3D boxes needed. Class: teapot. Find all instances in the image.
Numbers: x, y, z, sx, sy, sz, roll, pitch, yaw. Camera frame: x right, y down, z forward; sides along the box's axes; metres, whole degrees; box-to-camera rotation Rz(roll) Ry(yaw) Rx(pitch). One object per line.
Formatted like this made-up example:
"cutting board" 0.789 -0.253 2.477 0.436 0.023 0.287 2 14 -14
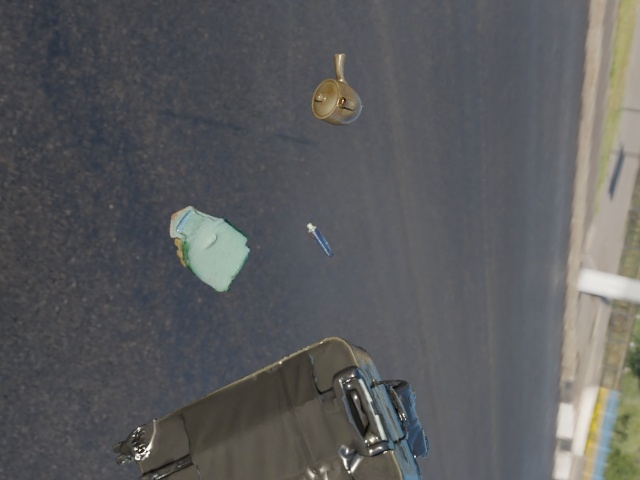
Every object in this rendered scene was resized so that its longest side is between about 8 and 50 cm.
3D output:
"teapot" 0.035 -0.236 1.352 0.080 0.085 0.110 15 89 -41

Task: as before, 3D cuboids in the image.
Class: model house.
"model house" -0.229 0.000 1.613 0.119 0.149 0.148 -57 136 -6

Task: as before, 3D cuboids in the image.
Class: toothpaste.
"toothpaste" 0.000 0.000 1.712 0.083 0.019 0.027 54 18 -14

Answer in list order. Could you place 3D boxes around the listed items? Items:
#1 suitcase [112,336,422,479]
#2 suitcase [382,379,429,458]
"suitcase" -0.069 0.339 1.293 0.283 0.434 0.194 67 12 22
"suitcase" 0.014 0.419 1.823 0.339 0.345 0.188 -12 91 -54
